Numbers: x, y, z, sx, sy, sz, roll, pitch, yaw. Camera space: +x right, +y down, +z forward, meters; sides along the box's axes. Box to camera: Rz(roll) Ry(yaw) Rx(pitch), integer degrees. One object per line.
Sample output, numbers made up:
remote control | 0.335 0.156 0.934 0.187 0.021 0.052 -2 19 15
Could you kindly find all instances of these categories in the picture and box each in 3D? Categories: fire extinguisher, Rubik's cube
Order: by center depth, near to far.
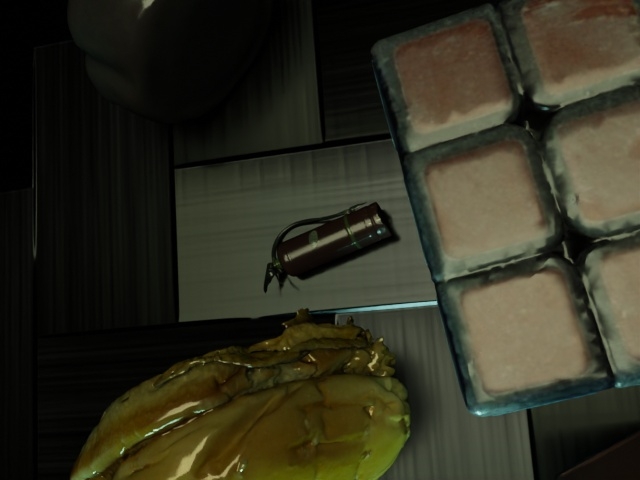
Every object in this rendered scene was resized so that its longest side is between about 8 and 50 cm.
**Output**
Rubik's cube | 0.242 -0.032 0.614 0.305 0.301 0.303 -14 78 13
fire extinguisher | 0.000 0.000 0.807 0.157 0.045 0.078 -24 48 11

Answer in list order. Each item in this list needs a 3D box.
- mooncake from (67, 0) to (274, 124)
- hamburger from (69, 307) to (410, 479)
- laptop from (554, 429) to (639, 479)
mooncake | -0.161 -0.254 0.789 0.133 0.245 0.244 28 89 20
hamburger | -0.071 0.196 0.653 0.319 0.318 0.158 -33 64 8
laptop | 0.308 0.292 0.646 0.154 0.026 0.207 -15 74 -27
